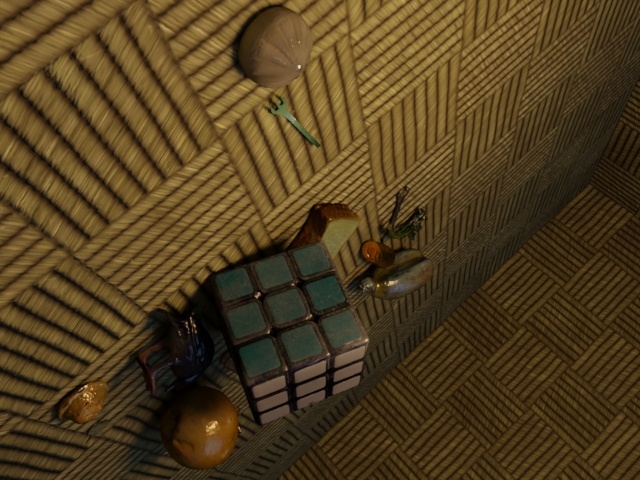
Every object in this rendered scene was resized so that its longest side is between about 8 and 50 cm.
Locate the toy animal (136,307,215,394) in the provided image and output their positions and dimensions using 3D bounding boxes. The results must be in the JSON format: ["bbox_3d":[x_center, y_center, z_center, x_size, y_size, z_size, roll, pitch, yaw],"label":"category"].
[{"bbox_3d":[-0.338,0.267,1.449,0.185,0.122,0.298,-14,135,-33],"label":"toy animal"}]

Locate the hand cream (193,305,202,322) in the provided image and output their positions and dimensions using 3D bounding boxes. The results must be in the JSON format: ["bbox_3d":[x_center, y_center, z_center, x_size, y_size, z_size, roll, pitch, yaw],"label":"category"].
[{"bbox_3d":[-0.310,0.203,1.509,0.036,0.023,0.122,-25,152,-32],"label":"hand cream"}]

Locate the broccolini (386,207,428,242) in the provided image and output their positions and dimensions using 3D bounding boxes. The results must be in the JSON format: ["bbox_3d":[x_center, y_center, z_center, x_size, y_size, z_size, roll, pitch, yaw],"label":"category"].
[{"bbox_3d":[0.288,-0.054,2.005,0.271,0.062,0.123,0,115,-62],"label":"broccolini"}]

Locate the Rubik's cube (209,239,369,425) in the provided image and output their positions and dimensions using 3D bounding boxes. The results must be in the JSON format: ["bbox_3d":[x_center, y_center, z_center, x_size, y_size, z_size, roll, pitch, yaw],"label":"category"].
[{"bbox_3d":[-0.078,0.228,1.500,0.301,0.305,0.304,-20,151,-13],"label":"Rubik's cube"}]

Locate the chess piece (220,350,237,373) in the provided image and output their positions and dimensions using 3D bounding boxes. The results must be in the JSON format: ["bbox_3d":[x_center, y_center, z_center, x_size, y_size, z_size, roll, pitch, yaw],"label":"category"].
[{"bbox_3d":[-0.233,0.378,1.779,0.066,0.122,0.066,-36,154,-20],"label":"chess piece"}]

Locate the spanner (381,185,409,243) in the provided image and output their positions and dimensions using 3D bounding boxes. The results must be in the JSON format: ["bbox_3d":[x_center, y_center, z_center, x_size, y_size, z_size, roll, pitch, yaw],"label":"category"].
[{"bbox_3d":[0.240,-0.079,1.954,0.054,0.015,0.254,-28,150,-30],"label":"spanner"}]

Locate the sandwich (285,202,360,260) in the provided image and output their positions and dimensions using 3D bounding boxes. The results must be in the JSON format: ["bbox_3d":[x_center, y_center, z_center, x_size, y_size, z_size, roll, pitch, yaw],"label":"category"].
[{"bbox_3d":[0.000,0.000,1.634,0.215,0.065,0.186,-54,154,21],"label":"sandwich"}]

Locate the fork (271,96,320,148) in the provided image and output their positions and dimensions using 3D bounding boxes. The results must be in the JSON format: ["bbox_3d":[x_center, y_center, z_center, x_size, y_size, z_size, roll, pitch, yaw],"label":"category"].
[{"bbox_3d":[-0.050,-0.237,1.243,0.039,0.021,0.235,-44,157,6],"label":"fork"}]

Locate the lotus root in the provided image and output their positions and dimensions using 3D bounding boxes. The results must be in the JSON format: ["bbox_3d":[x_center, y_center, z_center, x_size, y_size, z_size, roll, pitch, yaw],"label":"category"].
[{"bbox_3d":[0.255,0.134,2.144,0.322,0.158,0.140,-23,148,-28],"label":"lotus root"}]

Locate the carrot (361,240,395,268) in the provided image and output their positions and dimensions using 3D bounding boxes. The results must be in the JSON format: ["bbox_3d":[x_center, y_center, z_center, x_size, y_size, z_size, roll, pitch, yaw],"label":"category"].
[{"bbox_3d":[0.193,0.048,1.998,0.082,0.082,0.173,-51,155,12],"label":"carrot"}]

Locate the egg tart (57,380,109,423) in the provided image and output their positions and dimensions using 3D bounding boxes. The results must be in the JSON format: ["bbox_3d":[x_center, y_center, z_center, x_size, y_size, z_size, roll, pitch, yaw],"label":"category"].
[{"bbox_3d":[-0.534,0.374,1.386,0.129,0.049,0.129,-38,155,-21],"label":"egg tart"}]

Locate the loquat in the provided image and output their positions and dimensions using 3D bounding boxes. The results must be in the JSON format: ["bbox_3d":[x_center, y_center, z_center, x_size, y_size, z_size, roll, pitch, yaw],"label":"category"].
[{"bbox_3d":[-0.335,0.537,1.744,0.244,0.244,0.244,-36,154,-21],"label":"loquat"}]

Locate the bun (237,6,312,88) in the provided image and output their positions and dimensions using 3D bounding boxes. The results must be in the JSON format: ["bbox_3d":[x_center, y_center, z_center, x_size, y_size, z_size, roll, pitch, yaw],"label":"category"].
[{"bbox_3d":[-0.062,-0.313,1.019,0.138,0.094,0.138,-34,150,-23],"label":"bun"}]

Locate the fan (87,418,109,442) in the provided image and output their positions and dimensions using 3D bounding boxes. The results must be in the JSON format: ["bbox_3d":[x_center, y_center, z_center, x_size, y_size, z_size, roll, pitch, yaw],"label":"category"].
[{"bbox_3d":[-0.574,0.488,1.549,0.083,0.004,0.056,-54,155,18],"label":"fan"}]
